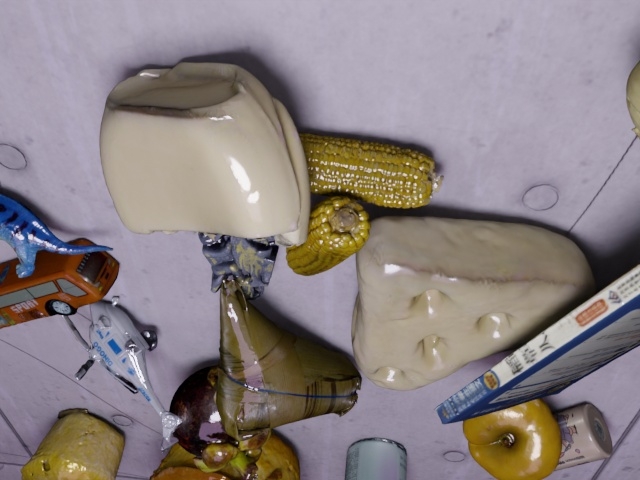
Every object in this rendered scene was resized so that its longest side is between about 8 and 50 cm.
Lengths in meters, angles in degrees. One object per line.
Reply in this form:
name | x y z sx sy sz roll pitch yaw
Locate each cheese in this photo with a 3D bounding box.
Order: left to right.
cheese | -0.137 -0.081 0.743 0.265 0.127 0.233 9 123 33
cheese | 0.210 0.107 0.926 0.328 0.130 0.351 1 139 2

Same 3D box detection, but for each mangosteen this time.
mangosteen | -0.176 0.339 1.159 0.192 0.217 0.192 -16 146 -11

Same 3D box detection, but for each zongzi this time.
zongzi | -0.043 0.169 1.033 0.260 0.123 0.289 -5 117 -25

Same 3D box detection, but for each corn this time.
corn | 0.000 0.000 0.844 0.080 0.080 0.231 20 164 -11
corn | 0.036 -0.088 0.794 0.238 0.080 0.080 7 136 0

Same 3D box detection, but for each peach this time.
peach | 0.336 0.342 1.127 0.179 0.103 0.179 8 103 37

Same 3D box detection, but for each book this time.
book | 0.391 0.136 0.888 0.299 0.039 0.428 -1 145 -37

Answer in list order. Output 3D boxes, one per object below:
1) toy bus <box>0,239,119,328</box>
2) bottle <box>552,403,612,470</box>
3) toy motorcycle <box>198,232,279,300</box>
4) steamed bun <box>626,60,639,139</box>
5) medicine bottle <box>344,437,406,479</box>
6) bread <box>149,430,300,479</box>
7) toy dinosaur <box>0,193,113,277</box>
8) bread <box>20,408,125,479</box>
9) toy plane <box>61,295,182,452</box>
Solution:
toy bus | -0.521 0.094 1.058 0.408 0.093 0.092 -15 128 21
bottle | 0.429 0.381 1.194 0.209 0.097 0.110 -31 166 35
toy motorcycle | -0.124 0.019 0.939 0.124 0.061 0.193 20 135 -6
steamed bun | 0.444 -0.145 0.615 0.272 0.166 0.232 26 121 -24
medicine bottle | 0.114 0.519 1.325 0.135 0.169 0.135 4 134 4
bread | -0.205 0.524 1.363 0.336 0.204 0.358 21 138 -15
toy dinosaur | -0.476 -0.023 0.947 0.329 0.076 0.144 31 125 -7
bread | -0.537 0.483 1.392 0.197 0.171 0.197 6 137 6
toy plane | -0.318 0.220 1.074 0.107 0.273 0.182 -40 155 8
